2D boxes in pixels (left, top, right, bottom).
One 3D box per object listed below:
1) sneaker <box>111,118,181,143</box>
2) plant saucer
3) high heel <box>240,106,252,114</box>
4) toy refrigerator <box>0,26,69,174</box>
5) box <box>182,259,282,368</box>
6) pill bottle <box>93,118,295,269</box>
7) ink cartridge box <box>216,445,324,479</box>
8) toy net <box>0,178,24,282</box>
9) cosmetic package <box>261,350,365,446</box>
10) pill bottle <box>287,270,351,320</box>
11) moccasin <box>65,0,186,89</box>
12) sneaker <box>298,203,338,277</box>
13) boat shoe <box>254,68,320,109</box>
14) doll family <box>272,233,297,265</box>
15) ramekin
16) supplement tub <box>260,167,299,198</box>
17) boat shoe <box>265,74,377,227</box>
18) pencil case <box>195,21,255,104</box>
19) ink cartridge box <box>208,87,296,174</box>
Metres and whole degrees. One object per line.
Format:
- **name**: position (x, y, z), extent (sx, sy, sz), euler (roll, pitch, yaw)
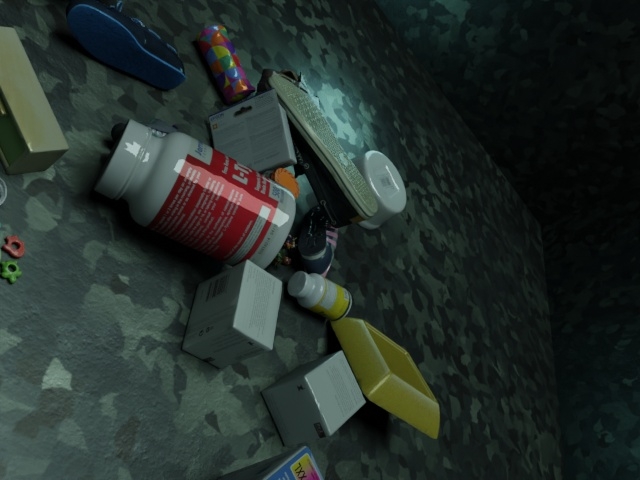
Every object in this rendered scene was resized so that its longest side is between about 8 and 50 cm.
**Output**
- **sneaker**: position (-0.424, -0.260, 1.421), extent (0.224, 0.083, 0.098), euler (7, 42, -56)
- **plant saucer**: position (0.201, 0.372, 1.676), extent (0.333, 0.081, 0.332), euler (37, 13, -32)
- **high heel**: position (-0.164, -0.391, 1.860), extent (0.244, 0.082, 0.117), euler (-1, 25, -35)
- **toy refrigerator**: position (-0.611, -0.274, 1.141), extent (0.094, 0.102, 0.269), euler (-22, 87, -56)
- **box**: position (-0.198, 0.170, 1.322), extent (0.119, 0.181, 0.181), euler (37, 43, -33)
- **pill bottle**: position (-0.280, -0.101, 1.321), extent (0.408, 0.229, 0.229), euler (27, 47, -25)
- **ink cartridge box**: position (-0.193, 0.539, 1.008), extent (0.396, 0.270, 0.151), euler (-14, 75, -55)
- **toy net**: position (-0.594, -0.041, 1.060), extent (0.122, 0.045, 0.232), euler (15, 57, -48)
- **cosmetic package**: position (-0.015, 0.390, 1.445), extent (0.184, 0.151, 0.151), euler (-19, 83, -56)
- **pill bottle**: position (-0.004, 0.155, 1.657), extent (0.184, 0.103, 0.103), euler (31, 46, -38)
- **moccasin**: position (-0.486, -0.496, 1.452), extent (0.342, 0.138, 0.116), euler (32, 39, -57)
- **sneaker**: position (0.000, 0.000, 1.792), extent (0.319, 0.112, 0.131), euler (-68, 152, -54)
- **boat shoe**: position (-0.087, -0.483, 1.878), extent (0.355, 0.132, 0.130), euler (-22, 122, -68)
- **doll family**: position (-0.109, 0.015, 1.638), extent (0.111, 0.076, 0.193), euler (47, 34, -15)
- **ramekin**: position (0.190, -0.191, 2.111), extent (0.277, 0.135, 0.277), euler (32, 45, -38)
- **supplement tub**: position (-0.155, -0.112, 1.555), extent (0.117, 0.190, 0.116), euler (30, 47, -38)
- **boat shoe**: position (-0.026, -0.251, 1.693), extent (0.500, 0.156, 0.187), euler (56, 25, -5)
- **pencil case**: position (-0.283, -0.530, 1.746), extent (0.104, 0.104, 0.236), euler (-21, 87, -56)
- **ink cartridge box**: position (-0.189, -0.276, 1.592), extent (0.045, 0.223, 0.223), euler (27, 48, -65)
